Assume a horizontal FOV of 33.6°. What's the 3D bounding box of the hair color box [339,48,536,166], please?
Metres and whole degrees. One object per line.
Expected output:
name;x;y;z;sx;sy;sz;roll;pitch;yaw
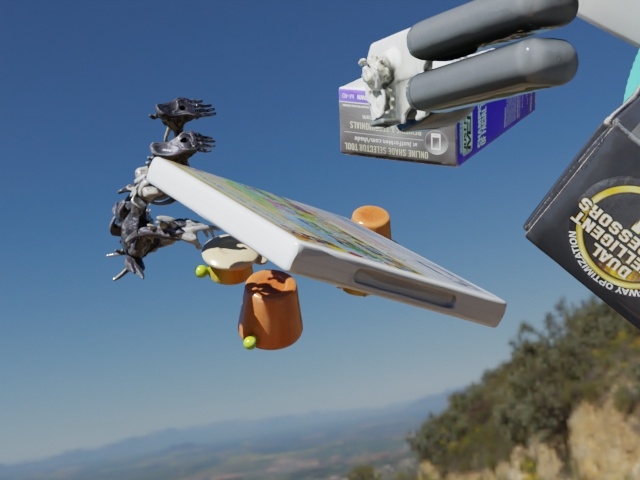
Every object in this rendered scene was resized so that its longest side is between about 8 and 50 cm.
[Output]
hair color box;0.186;-0.213;1.600;0.185;0.110;0.339;9;25;27

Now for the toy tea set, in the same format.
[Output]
toy tea set;-0.011;0.062;1.614;0.336;0.200;0.124;-14;-51;-22

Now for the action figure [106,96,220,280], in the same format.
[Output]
action figure;-0.210;-0.052;1.470;0.141;0.164;0.276;8;-48;-24

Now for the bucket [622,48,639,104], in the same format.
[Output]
bucket;0.525;-0.159;1.415;0.183;0.281;0.281;6;-10;-2

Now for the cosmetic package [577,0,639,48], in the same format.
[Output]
cosmetic package;0.547;-0.513;1.597;0.327;0.393;0.329;-39;-29;-31

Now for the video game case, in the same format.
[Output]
video game case;0.000;0.000;0.823;0.206;0.026;0.227;17;8;-37

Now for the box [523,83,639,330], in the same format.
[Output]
box;0.335;-0.005;0.658;0.395;0.318;0.097;-37;-17;-52

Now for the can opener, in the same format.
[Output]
can opener;0.103;-0.129;0.773;0.093;0.074;0.280;-2;0;-19
